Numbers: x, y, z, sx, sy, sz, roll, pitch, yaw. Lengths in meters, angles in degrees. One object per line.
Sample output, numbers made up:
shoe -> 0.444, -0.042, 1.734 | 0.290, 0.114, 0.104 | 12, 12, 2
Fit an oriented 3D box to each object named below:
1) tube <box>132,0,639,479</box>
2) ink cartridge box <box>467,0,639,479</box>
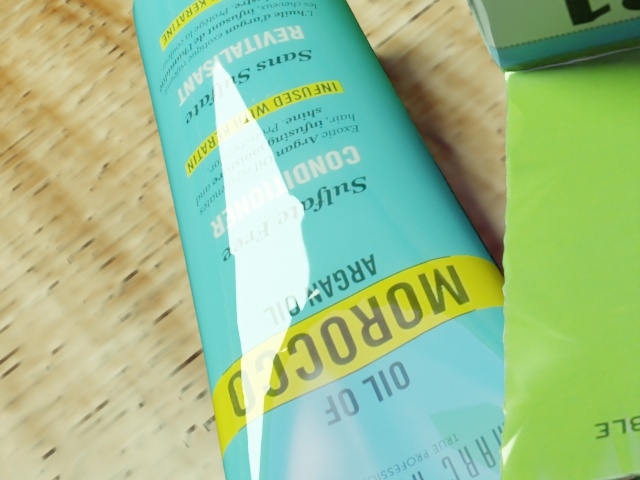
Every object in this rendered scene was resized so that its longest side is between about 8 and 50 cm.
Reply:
tube -> 0.000, 0.000, 0.433 | 0.080, 0.052, 0.207 | -32, 41, 10
ink cartridge box -> 0.111, -0.088, 0.386 | 0.188, 0.097, 0.255 | -12, 39, 15
